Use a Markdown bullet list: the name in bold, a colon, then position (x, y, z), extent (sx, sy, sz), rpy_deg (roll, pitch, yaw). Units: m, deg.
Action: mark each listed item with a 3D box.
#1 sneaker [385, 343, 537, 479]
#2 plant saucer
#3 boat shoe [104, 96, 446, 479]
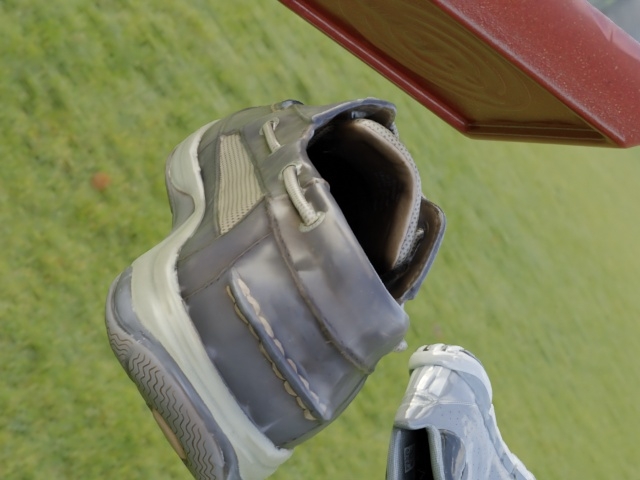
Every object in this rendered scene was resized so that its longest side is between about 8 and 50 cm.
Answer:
- **sneaker**: position (0.105, 0.206, 1.078), extent (0.228, 0.086, 0.132), rpy_deg (63, 39, -25)
- **plant saucer**: position (0.077, -0.133, 0.857), extent (0.258, 0.047, 0.259), rpy_deg (33, -6, -22)
- **boat shoe**: position (0.000, 0.000, 0.678), extent (0.132, 0.130, 0.355), rpy_deg (58, 13, -18)
